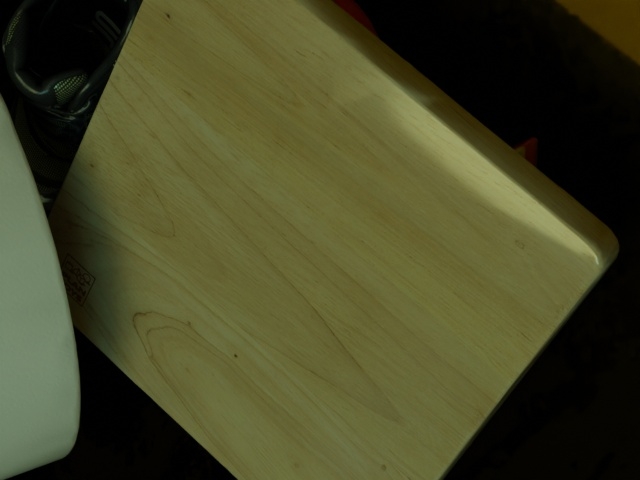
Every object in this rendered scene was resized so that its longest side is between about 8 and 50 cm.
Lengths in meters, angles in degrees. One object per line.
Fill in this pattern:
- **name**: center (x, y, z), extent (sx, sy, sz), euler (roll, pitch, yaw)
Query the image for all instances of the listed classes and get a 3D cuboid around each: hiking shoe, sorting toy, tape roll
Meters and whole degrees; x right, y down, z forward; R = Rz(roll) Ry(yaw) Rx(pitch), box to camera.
- **hiking shoe**: center (-0.141, -0.097, 0.801), extent (0.086, 0.114, 0.227), euler (43, 128, 13)
- **sorting toy**: center (0.000, 0.000, 0.763), extent (0.257, 0.089, 0.255), euler (41, 127, 14)
- **tape roll**: center (-0.237, 0.010, 0.848), extent (0.286, 0.100, 0.286), euler (43, 143, 45)
